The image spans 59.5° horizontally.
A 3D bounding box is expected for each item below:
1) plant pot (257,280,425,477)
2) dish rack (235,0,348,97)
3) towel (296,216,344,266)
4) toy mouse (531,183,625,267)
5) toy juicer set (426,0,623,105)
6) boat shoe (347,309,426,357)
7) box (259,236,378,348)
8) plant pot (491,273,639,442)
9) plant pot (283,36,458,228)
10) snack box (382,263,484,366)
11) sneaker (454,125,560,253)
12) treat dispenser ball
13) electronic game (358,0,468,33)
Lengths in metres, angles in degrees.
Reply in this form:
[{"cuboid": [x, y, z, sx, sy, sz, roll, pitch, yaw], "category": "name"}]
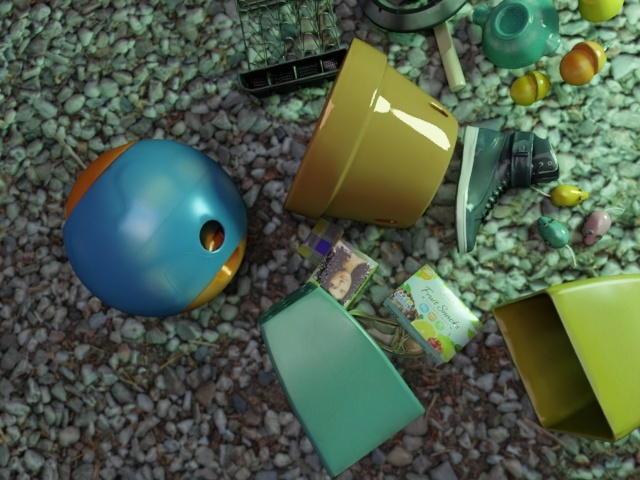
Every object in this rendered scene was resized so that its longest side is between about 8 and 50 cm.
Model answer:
[{"cuboid": [0.008, 0.191, 0.861, 0.165, 0.165, 0.234, -34, 95, -7], "category": "plant pot"}, {"cuboid": [-0.064, -0.410, 1.060, 0.208, 0.074, 0.272, -11, 79, 5], "category": "dish rack"}, {"cuboid": [0.000, 0.000, 1.005, 0.060, 0.009, 0.083, 34, 87, 33], "category": "towel"}, {"cuboid": [0.432, -0.026, 0.948, 0.160, 0.031, 0.143, 4, 81, 8], "category": "toy mouse"}, {"cuboid": [0.344, -0.336, 0.990, 0.328, 0.089, 0.209, 5, 90, 34], "category": "toy juicer set"}, {"cuboid": [0.111, 0.158, 0.953, 0.153, 0.048, 0.056, 24, 85, 11], "category": "boat shoe"}, {"cuboid": [0.000, 0.112, 0.972, 0.087, 0.058, 0.232, 35, 87, 12], "category": "box"}, {"cuboid": [0.417, 0.155, 0.842, 0.187, 0.212, 0.212, -20, 78, -9], "category": "plant pot"}, {"cuboid": [0.086, -0.148, 0.908, 0.203, 0.291, 0.291, 21, 84, -6], "category": "plant pot"}, {"cuboid": [0.188, 0.124, 0.938, 0.100, 0.037, 0.141, -36, 77, -24], "category": "snack box"}, {"cuboid": [0.311, -0.081, 0.941, 0.163, 0.086, 0.226, 8, 81, 16], "category": "sneaker"}, {"cuboid": [-0.263, -0.019, 0.912, 0.288, 0.288, 0.288, -1, 80, 8], "category": "treat dispenser ball"}, {"cuboid": [0.179, -0.488, 1.040, 0.229, 0.048, 0.229, -6, 73, 20], "category": "electronic game"}]
